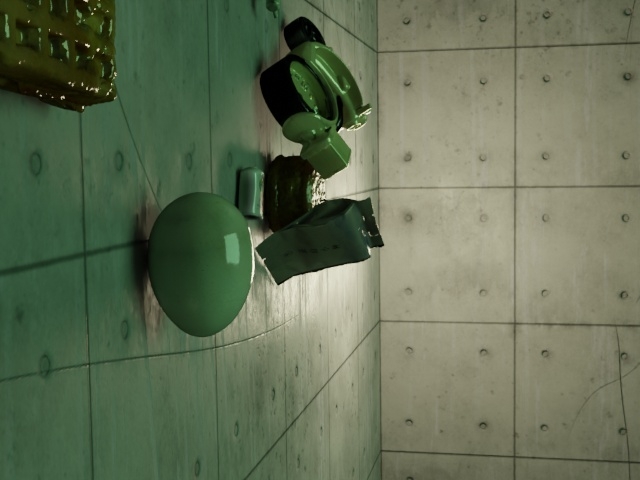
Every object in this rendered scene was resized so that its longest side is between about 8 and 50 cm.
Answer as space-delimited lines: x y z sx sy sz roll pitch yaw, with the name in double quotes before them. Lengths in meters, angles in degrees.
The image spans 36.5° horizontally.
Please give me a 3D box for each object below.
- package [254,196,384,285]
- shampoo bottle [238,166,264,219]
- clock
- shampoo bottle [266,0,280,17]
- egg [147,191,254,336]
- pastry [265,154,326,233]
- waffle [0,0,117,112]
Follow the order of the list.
"package" 0.000 0.000 2.008 0.204 0.250 0.062 66 3 -59
"shampoo bottle" -0.129 -0.091 1.819 0.072 0.043 0.099 40 51 -75
"clock" -0.007 -0.310 2.075 0.276 0.120 0.379 52 29 -19
"shampoo bottle" -0.084 -0.578 1.936 0.085 0.085 0.262 61 32 -67
"egg" -0.168 0.035 1.367 0.151 0.151 0.209 -55 149 -70
"pastry" -0.050 -0.091 2.057 0.189 0.103 0.189 1 90 -79
"waffle" -0.288 -0.251 0.922 0.327 0.098 0.224 1 91 -78
